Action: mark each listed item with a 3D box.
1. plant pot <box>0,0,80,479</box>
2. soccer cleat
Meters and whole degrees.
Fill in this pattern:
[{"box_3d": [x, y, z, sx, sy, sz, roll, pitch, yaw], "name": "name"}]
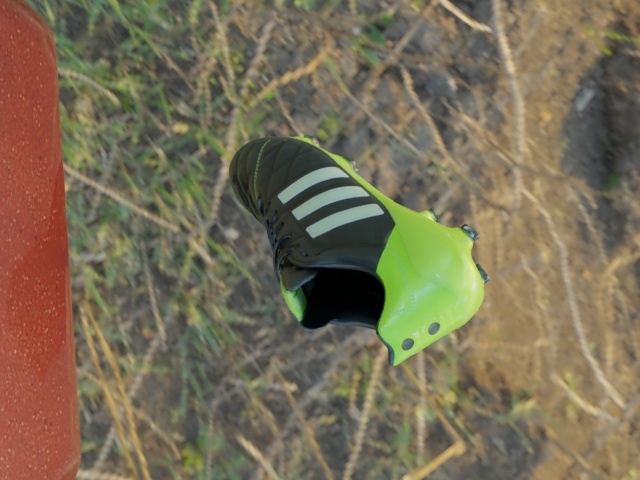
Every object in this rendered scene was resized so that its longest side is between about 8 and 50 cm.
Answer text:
[{"box_3d": [-0.227, 0.010, 0.518, 0.236, 0.267, 0.267, -4, 90, -58], "name": "plant pot"}, {"box_3d": [0.000, 0.000, 0.718, 0.072, 0.179, 0.060, -37, 128, -20], "name": "soccer cleat"}]
